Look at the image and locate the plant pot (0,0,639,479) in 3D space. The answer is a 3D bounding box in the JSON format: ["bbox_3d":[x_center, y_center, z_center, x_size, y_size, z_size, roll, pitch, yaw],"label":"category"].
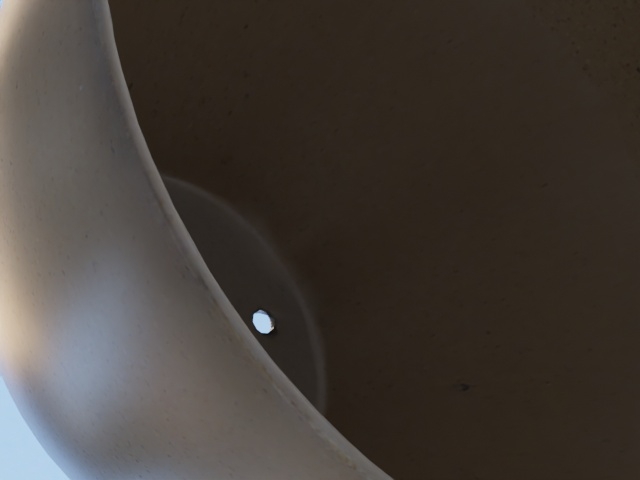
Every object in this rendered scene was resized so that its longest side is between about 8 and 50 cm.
[{"bbox_3d":[0.000,0.000,0.565,0.191,0.284,0.284,-34,-108,42],"label":"plant pot"}]
